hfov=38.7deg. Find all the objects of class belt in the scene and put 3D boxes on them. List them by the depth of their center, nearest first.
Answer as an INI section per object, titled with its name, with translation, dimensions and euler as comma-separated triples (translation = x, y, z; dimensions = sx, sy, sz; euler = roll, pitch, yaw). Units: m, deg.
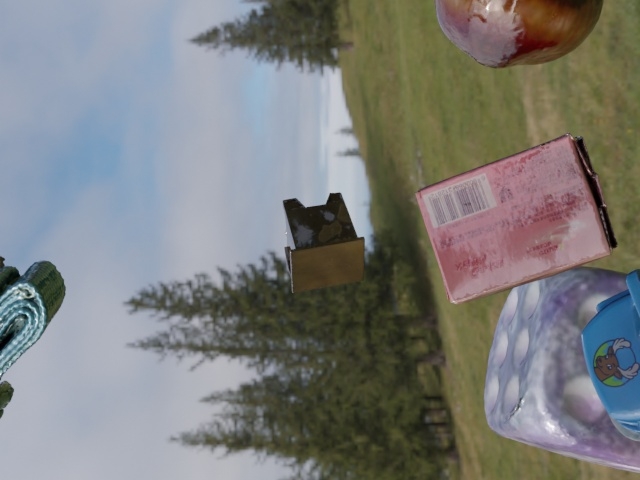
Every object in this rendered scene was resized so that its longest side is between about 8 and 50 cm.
[belt]
translation = -0.240, 0.092, 0.643
dimensions = 0.100, 0.179, 0.065
euler = 46, -162, -10

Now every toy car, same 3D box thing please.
[toy car]
translation = 0.252, 0.057, 0.588
dimensions = 0.100, 0.191, 0.097
euler = 19, -131, -45

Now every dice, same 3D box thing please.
[dice]
translation = 0.418, 0.199, 1.395
dimensions = 0.270, 0.271, 0.270
euler = 119, 166, -78

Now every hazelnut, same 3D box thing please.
[hazelnut]
translation = 0.244, -0.290, 1.109
dimensions = 0.178, 0.204, 0.178
euler = 177, 90, -69

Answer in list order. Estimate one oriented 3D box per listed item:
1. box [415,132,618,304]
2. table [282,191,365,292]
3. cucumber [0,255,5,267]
[box]
translation = 0.170, -0.017, 0.792
dimensions = 0.060, 0.156, 0.111
euler = -10, -98, -69
[table]
translation = 0.000, 0.000, 1.034
dimensions = 0.070, 0.083, 0.082
euler = 88, 169, -47
[cucumber]
translation = -0.441, -0.085, 1.048
dimensions = 0.105, 0.145, 0.325
euler = -119, 33, -44
